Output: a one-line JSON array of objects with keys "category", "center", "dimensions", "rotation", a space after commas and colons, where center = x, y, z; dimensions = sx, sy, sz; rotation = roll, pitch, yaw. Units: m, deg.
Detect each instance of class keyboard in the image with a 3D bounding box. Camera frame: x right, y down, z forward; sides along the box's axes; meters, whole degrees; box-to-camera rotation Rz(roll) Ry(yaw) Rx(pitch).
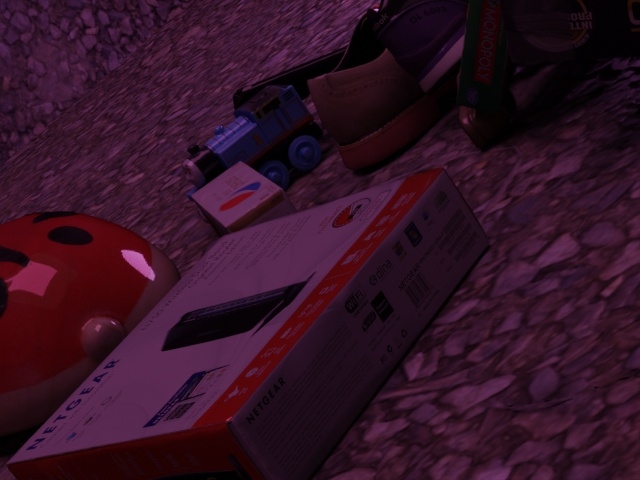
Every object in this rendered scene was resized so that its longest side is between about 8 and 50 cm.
[{"category": "keyboard", "center": [0.038, -0.223, 2.041], "dimensions": [0.317, 0.033, 0.201], "rotation": [-22, 0, -3]}]

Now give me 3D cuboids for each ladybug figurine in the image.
[{"category": "ladybug figurine", "center": [-0.317, 0.076, 1.758], "dimensions": [0.305, 0.162, 0.449], "rotation": [-42, 18, -25]}]

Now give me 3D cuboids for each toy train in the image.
[{"category": "toy train", "center": [-0.082, -0.100, 1.904], "dimensions": [0.184, 0.105, 0.080], "rotation": [-39, 17, -16]}]

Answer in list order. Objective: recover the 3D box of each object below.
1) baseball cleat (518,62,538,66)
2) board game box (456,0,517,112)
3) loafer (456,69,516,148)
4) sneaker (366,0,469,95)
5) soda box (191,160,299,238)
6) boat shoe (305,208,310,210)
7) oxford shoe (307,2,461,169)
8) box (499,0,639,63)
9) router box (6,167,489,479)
[{"category": "baseball cleat", "center": [0.278, -0.254, 1.741], "dimensions": [0.206, 0.072, 0.109], "rotation": [-46, 24, -5]}, {"category": "board game box", "center": [0.204, -0.305, 1.598], "dimensions": [0.046, 0.213, 0.317], "rotation": [15, 47, 11]}, {"category": "loafer", "center": [0.171, -0.142, 1.641], "dimensions": [0.050, 0.056, 0.148], "rotation": [-27, 28, 20]}, {"category": "sneaker", "center": [0.155, -0.285, 1.760], "dimensions": [0.283, 0.124, 0.107], "rotation": [-48, 1, -41]}, {"category": "soda box", "center": [-0.076, -0.027, 1.753], "dimensions": [0.074, 0.069, 0.216], "rotation": [-36, 17, -6]}, {"category": "boat shoe", "center": [0.000, 0.000, 1.582], "dimensions": [0.038, 0.046, 0.125], "rotation": [-35, 24, -21]}, {"category": "oxford shoe", "center": [0.117, -0.227, 1.834], "dimensions": [0.123, 0.130, 0.348], "rotation": [-15, 26, 48]}, {"category": "box", "center": [0.355, -0.290, 1.423], "dimensions": [0.318, 0.097, 0.395], "rotation": [1, 34, 22]}, {"category": "router box", "center": [-0.060, 0.094, 1.362], "dimensions": [0.301, 0.082, 0.335], "rotation": [-17, 24, 45]}]
